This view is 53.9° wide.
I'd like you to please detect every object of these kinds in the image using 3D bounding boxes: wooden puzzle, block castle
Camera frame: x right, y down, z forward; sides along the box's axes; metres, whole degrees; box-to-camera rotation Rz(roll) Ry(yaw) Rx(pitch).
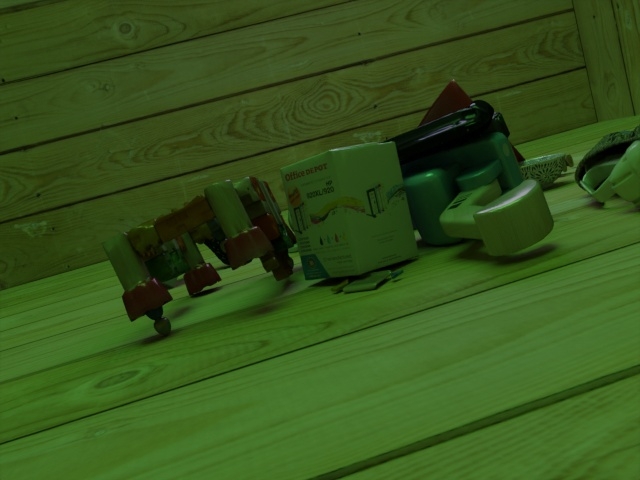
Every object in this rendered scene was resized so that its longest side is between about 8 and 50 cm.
[{"bbox_3d":[0.082,0.074,1.106,0.116,0.014,0.079,-10,13,40],"label":"wooden puzzle"},{"bbox_3d":[-0.214,0.031,1.321,0.303,0.212,0.453,-26,0,5],"label":"block castle"}]

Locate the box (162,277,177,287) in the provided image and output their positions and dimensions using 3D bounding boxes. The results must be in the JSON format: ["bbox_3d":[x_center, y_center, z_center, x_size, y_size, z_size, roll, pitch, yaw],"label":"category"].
[{"bbox_3d":[-0.415,0.041,1.812,0.038,0.186,0.145,28,-11,-23],"label":"box"}]

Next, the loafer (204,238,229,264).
[{"bbox_3d":[-0.321,-0.012,1.896,0.076,0.223,0.078,-42,-14,3],"label":"loafer"}]

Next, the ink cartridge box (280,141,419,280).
[{"bbox_3d":[0.054,-0.058,1.226,0.168,0.232,0.171,-15,3,-38],"label":"ink cartridge box"}]

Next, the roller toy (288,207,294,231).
[{"bbox_3d":[0.028,-0.065,1.443,0.191,0.146,0.209,-35,40,12],"label":"roller toy"}]

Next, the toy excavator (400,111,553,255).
[{"bbox_3d":[0.288,-0.079,1.242,0.433,0.222,0.445,-11,21,43],"label":"toy excavator"}]

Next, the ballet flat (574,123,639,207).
[{"bbox_3d":[0.605,-0.135,1.193,0.182,0.164,0.483,-36,0,5],"label":"ballet flat"}]

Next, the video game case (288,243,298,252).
[{"bbox_3d":[0.000,0.000,1.824,0.157,0.019,0.143,-11,8,32],"label":"video game case"}]

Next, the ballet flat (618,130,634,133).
[{"bbox_3d":[0.958,-0.287,1.868,0.079,0.076,0.221,2,9,-11],"label":"ballet flat"}]

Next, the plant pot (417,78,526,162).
[{"bbox_3d":[0.420,-0.268,1.869,0.236,0.267,0.267,-42,-25,18],"label":"plant pot"}]

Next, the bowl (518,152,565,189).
[{"bbox_3d":[0.592,-0.180,1.725,0.170,0.080,0.170,-15,6,2],"label":"bowl"}]

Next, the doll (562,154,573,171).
[{"bbox_3d":[0.684,-0.215,1.940,0.129,0.046,0.189,-31,8,-32],"label":"doll"}]

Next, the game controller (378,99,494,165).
[{"bbox_3d":[0.206,-0.207,1.322,0.319,0.067,0.166,-18,11,30],"label":"game controller"}]
